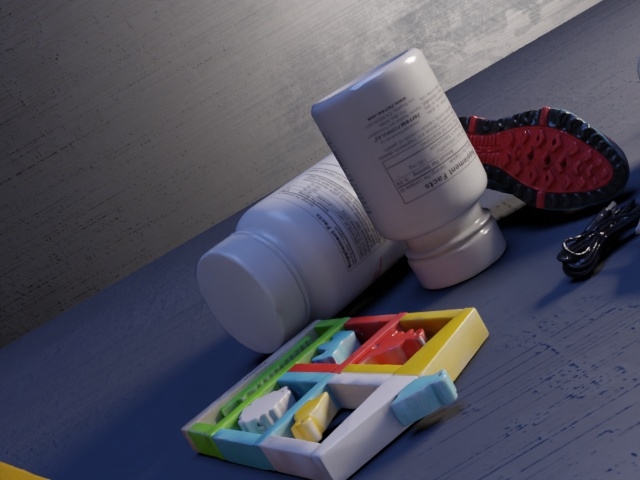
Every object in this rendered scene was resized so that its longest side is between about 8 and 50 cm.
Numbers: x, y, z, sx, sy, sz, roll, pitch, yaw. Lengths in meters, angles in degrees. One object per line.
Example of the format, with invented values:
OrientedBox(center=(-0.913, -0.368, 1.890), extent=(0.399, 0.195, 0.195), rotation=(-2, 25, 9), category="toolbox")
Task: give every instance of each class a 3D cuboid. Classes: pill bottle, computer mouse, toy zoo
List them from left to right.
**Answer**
OrientedBox(center=(0.000, 0.000, 0.968), extent=(0.283, 0.160, 0.160), rotation=(-37, 13, -35), category="pill bottle")
OrientedBox(center=(0.016, 0.127, 0.703), extent=(0.192, 0.030, 0.293), rotation=(-37, 13, -32), category="toy zoo")
OrientedBox(center=(0.099, -0.071, 0.849), extent=(0.131, 0.229, 0.131), rotation=(-29, 11, 6), category="pill bottle")
OrientedBox(center=(0.288, -0.019, 0.640), extent=(0.106, 0.042, 0.193), rotation=(-32, 5, -34), category="computer mouse")

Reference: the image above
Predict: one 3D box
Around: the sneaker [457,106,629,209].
OrientedBox(center=(0.243, -0.095, 0.905), extent=(0.125, 0.104, 0.262), rotation=(1, 12, -36), category="sneaker")

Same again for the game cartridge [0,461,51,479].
OrientedBox(center=(-0.301, 0.280, 0.545), extent=(0.285, 0.053, 0.323), rotation=(5, 32, 34), category="game cartridge")

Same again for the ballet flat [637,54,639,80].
OrientedBox(center=(0.405, -0.147, 0.682), extent=(0.139, 0.139, 0.400), rotation=(-34, 8, -20), category="ballet flat")
